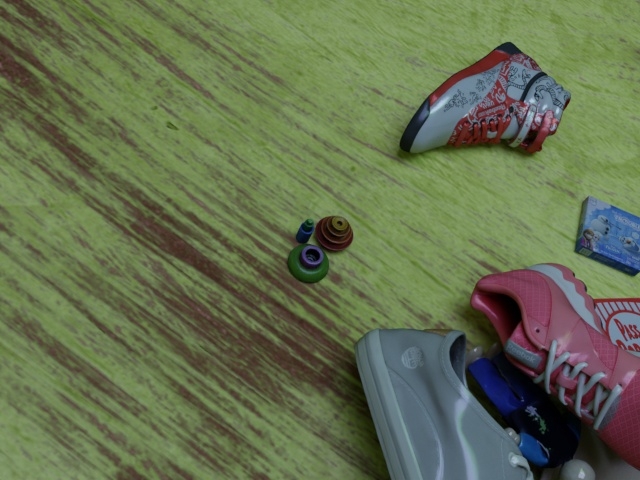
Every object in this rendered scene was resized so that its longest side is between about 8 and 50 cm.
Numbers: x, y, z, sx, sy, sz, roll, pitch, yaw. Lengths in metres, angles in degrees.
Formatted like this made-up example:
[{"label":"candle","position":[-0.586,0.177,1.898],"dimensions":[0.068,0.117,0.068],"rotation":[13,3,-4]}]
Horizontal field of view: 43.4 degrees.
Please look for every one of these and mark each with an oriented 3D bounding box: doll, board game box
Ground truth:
[{"label":"doll","position":[0.239,0.196,0.895],"dimensions":[0.129,0.046,0.189],"rotation":[-7,47,-34]},{"label":"board game box","position":[0.399,-0.007,1.103],"dimensions":[0.090,0.020,0.090],"rotation":[22,56,-3]},{"label":"board game box","position":[0.384,0.158,0.960],"dimensions":[0.146,0.045,0.193],"rotation":[0,50,-25]}]

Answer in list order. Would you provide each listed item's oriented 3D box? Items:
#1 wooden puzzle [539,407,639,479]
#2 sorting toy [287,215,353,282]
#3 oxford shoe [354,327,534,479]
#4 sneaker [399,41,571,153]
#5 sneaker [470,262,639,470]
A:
[{"label":"wooden puzzle","position":[0.359,0.287,0.915],"dimensions":[0.221,0.044,0.239],"rotation":[31,53,3]},{"label":"sorting toy","position":[0.000,0.000,0.970],"dimensions":[0.061,0.042,0.102],"rotation":[37,58,6]},{"label":"oxford shoe","position":[0.155,0.275,0.778],"dimensions":[0.130,0.169,0.449],"rotation":[-20,62,6]},{"label":"sneaker","position":[0.239,-0.168,1.107],"dimensions":[0.145,0.090,0.270],"rotation":[43,56,13]},{"label":"sneaker","position":[0.268,0.140,0.876],"dimensions":[0.136,0.116,0.314],"rotation":[2,32,-27]}]
